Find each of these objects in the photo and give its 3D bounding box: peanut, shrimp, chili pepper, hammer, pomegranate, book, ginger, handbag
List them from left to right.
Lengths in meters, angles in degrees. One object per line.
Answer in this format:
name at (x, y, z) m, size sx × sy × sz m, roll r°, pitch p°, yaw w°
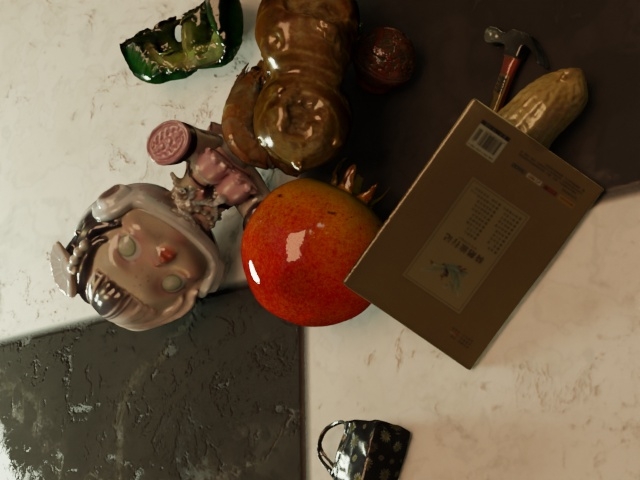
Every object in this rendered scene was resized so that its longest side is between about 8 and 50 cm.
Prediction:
chili pepper at (-0.229, -0.349, 2.165) m, size 0.264 × 0.116 × 0.148 m, roll -15°, pitch 78°, yaw 34°
shrimp at (-0.093, -0.205, 1.998) m, size 0.053 × 0.133 × 0.236 m, roll 124°, pitch 159°, yaw -44°
ginger at (-0.020, -0.258, 1.858) m, size 0.152 × 0.274 × 0.357 m, roll 3°, pitch 80°, yaw 2°
pomegranate at (0.000, 0.000, 1.803) m, size 0.221 × 0.221 × 0.257 m, roll 22°, pitch 77°, yaw 40°
handbag at (0.044, 0.302, 1.756) m, size 0.139 × 0.072 × 0.115 m, roll 14°, pitch 88°, yaw 43°
book at (0.204, -0.006, 1.675) m, size 0.217 × 0.021 × 0.310 m, roll 35°, pitch 101°, yaw -3°
hammer at (0.243, -0.168, 1.778) m, size 0.111 × 0.033 × 0.288 m, roll 19°, pitch 88°, yaw 41°
peanut at (0.293, -0.160, 1.697) m, size 0.194 × 0.093 × 0.083 m, roll -40°, pitch 24°, yaw 6°

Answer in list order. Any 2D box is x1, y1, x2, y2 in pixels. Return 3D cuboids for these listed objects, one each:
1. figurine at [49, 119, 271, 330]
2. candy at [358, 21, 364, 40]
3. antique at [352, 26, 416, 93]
figurine at (-0.239, -0.012, 1.993) m, size 0.253 × 0.211 × 0.361 m, roll 43°, pitch 99°, yaw -3°
candy at (-0.012, -0.321, 2.020) m, size 0.201 × 0.060 × 0.060 m, roll -16°, pitch 66°, yaw 42°
antique at (0.098, -0.278, 1.882) m, size 0.104 × 0.104 × 0.104 m, roll -13°, pitch 68°, yaw 34°
